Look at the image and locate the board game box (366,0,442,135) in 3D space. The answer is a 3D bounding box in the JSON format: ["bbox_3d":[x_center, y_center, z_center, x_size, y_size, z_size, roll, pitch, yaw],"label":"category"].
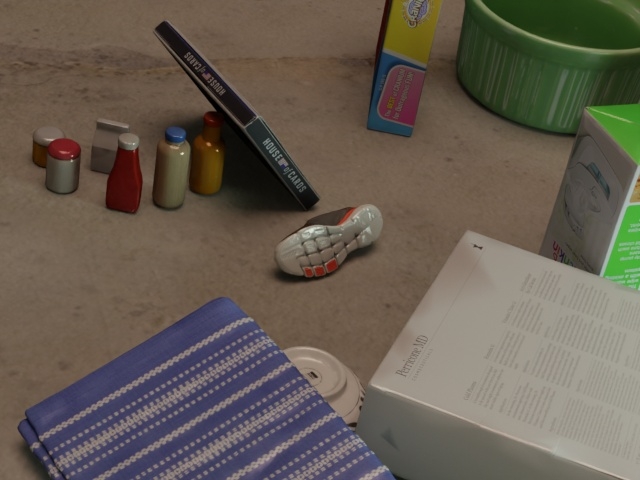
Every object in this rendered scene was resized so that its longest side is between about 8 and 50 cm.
[{"bbox_3d":[0.127,-0.338,1.848,0.064,0.317,0.242,10,35,-1],"label":"board game box"}]

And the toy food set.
[{"bbox_3d":[-0.232,-0.109,1.615,0.232,0.105,0.111,13,35,2],"label":"toy food set"}]

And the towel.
[{"bbox_3d":[-0.095,0.208,1.218,0.243,0.040,0.336,-31,52,-18],"label":"towel"}]

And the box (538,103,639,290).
[{"bbox_3d":[0.411,-0.037,1.585,0.261,0.231,0.127,-5,38,-22],"label":"box"}]

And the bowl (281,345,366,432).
[{"bbox_3d":[-0.018,0.156,1.332,0.170,0.080,0.170,7,35,-5],"label":"bowl"}]

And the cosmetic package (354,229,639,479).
[{"bbox_3d":[0.223,0.139,1.369,0.284,0.097,0.377,22,28,11],"label":"cosmetic package"}]

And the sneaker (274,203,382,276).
[{"bbox_3d":[0.000,0.000,1.588,0.158,0.061,0.065,-20,19,-38],"label":"sneaker"}]

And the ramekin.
[{"bbox_3d":[0.342,-0.283,1.976,0.303,0.148,0.303,8,36,-6],"label":"ramekin"}]

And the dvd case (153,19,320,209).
[{"bbox_3d":[-0.103,-0.155,1.673,0.029,0.179,0.239,-40,50,-1],"label":"dvd case"}]
